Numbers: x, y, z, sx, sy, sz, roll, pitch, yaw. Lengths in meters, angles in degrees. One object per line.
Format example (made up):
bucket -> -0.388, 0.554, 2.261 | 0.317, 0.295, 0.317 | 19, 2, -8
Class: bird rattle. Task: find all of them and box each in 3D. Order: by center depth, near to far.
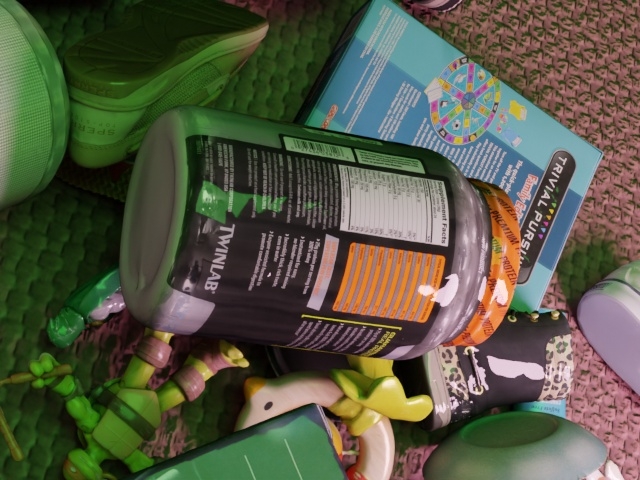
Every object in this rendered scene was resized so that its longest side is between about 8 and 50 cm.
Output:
bird rattle -> 0.014, 0.217, 1.415 | 0.207, 0.143, 0.253 | 3, 110, 0

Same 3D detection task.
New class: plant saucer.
plant saucer -> 0.200, 0.214, 1.463 | 0.195, 0.195, 0.037 | -15, 103, -29

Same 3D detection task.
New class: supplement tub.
supplement tub -> 0.000, 0.000, 1.298 | 0.338, 0.207, 0.207 | 9, 69, -23

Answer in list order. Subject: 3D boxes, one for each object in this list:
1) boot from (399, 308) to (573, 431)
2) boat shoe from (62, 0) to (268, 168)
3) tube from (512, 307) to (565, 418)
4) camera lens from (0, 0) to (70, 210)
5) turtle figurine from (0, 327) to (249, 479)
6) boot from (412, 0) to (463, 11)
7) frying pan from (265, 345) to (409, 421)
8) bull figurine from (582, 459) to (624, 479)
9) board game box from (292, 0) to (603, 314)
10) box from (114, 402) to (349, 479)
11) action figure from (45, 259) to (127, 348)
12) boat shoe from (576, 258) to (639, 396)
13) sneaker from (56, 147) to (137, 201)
boot -> 0.170, 0.076, 1.499 | 0.179, 0.085, 0.236 | -6, 87, -20
boat shoe -> -0.163, -0.171, 1.444 | 0.122, 0.110, 0.341 | 22, 29, 18
tube -> 0.248, 0.182, 1.587 | 0.080, 0.052, 0.207 | 7, 76, -12
camera lens -> -0.379, -0.108, 1.247 | 0.274, 0.219, 0.219 | -27, 85, -49
turtle figurine -> -0.172, 0.171, 1.355 | 0.217, 0.087, 0.269 | -48, 110, -13
boot -> 0.291, -0.402, 1.735 | 0.284, 0.138, 0.377 | 29, 90, -39
frying pan -> -0.026, 0.061, 1.488 | 0.326, 0.053, 0.197 | 38, 61, -10
bull figurine -> 0.213, 0.326, 1.474 | 0.310, 0.101, 0.188 | -18, 103, -35
board game box -> 0.135, -0.085, 1.602 | 0.336, 0.079, 0.253 | 34, 62, -12
box -> -0.139, 0.354, 1.171 | 0.395, 0.212, 0.293 | -20, 77, -19
action figure -> -0.176, 0.034, 1.401 | 0.232, 0.137, 0.063 | -34, 102, -23
boat shoe -> 0.470, 0.171, 1.658 | 0.156, 0.136, 0.367 | -35, 80, -34
sneaker -> -0.211, -0.089, 1.451 | 0.185, 0.069, 0.084 | 27, 29, -2
